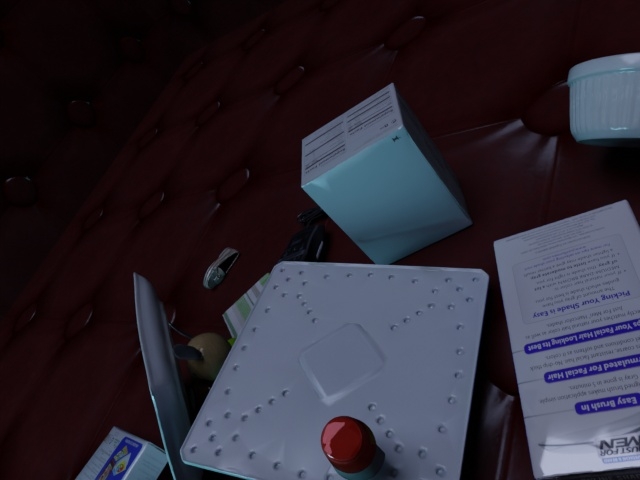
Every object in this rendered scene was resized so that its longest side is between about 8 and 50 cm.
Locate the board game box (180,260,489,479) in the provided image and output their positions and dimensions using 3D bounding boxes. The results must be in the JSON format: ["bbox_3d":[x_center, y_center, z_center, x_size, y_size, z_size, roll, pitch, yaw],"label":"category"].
[{"bbox_3d":[0.037,0.194,0.787,0.390,0.050,0.390,1,45,25],"label":"board game box"}]

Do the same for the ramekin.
[{"bbox_3d":[0.468,-0.195,0.749,0.207,0.207,0.109,13,101,50],"label":"ramekin"}]

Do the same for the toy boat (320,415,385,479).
[{"bbox_3d":[0.048,0.339,0.513,0.267,0.148,0.318,-9,61,7],"label":"toy boat"}]

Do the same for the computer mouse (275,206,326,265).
[{"bbox_3d":[0.000,0.000,1.145,0.184,0.060,0.262,-25,29,33],"label":"computer mouse"}]

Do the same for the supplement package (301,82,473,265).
[{"bbox_3d":[0.120,-0.108,0.951,0.204,0.262,0.145,-28,38,23],"label":"supplement package"}]

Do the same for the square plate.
[{"bbox_3d":[-0.282,0.280,0.969,0.049,0.344,0.347,-13,32,-17],"label":"square plate"}]

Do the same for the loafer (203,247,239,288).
[{"bbox_3d":[-0.258,0.072,1.344,0.039,0.045,0.125,9,58,41],"label":"loafer"}]

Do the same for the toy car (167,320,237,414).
[{"bbox_3d":[-0.203,0.222,0.906,0.149,0.188,0.155,-42,34,-3],"label":"toy car"}]

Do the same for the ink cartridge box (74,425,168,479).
[{"bbox_3d":[-0.436,0.515,0.969,0.303,0.072,0.307,-19,36,55],"label":"ink cartridge box"}]

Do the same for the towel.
[{"bbox_3d":[-0.150,0.154,1.176,0.152,0.023,0.113,-42,38,0],"label":"towel"}]

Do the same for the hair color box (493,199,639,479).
[{"bbox_3d":[0.341,0.126,0.636,0.185,0.110,0.339,-21,41,28],"label":"hair color box"}]
